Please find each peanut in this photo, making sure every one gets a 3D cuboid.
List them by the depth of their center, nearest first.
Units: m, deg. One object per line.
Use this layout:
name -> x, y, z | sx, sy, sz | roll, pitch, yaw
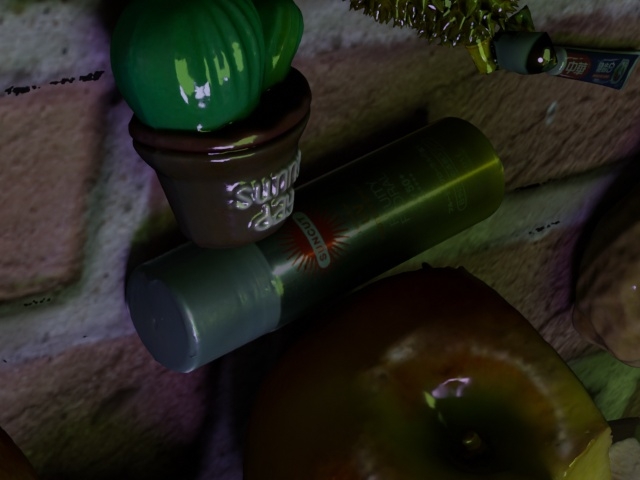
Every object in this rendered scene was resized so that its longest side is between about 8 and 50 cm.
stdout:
peanut -> 0.329, -0.021, 1.640 | 0.143, 0.159, 0.291 | 38, 88, -28

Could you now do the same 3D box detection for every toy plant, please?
toy plant -> -0.061, -0.098, 1.194 | 0.143, 0.105, 0.200 | -32, 127, -40

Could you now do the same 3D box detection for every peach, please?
peach -> 0.062, 0.203, 1.393 | 0.242, 0.306, 0.380 | -36, 146, -13

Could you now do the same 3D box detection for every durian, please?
durian -> 0.075, -0.203, 1.230 | 0.198, 0.146, 0.159 | 26, 80, -57

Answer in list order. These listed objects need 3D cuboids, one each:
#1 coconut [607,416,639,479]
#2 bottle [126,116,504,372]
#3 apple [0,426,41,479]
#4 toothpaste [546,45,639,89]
coconut -> 0.232, 0.265, 1.734 | 0.237, 0.237, 0.197 | -42, -177, -16
bottle -> 0.000, 0.000, 1.351 | 0.286, 0.082, 0.082 | -27, 136, -32
apple -> -0.294, 0.181, 1.003 | 0.301, 0.301, 0.302 | -28, 136, -31
toothpaste -> 0.209, -0.137, 1.527 | 0.140, 0.021, 0.037 | 0, 123, -51
